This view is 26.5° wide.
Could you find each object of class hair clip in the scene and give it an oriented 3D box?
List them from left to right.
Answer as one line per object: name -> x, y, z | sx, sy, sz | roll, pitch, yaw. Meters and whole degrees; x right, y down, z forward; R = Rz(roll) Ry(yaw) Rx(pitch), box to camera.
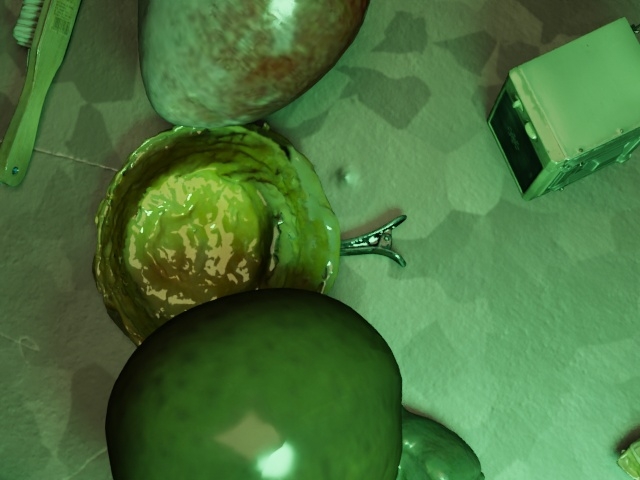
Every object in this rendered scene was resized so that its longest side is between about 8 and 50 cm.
hair clip -> 0.000, 0.000, 1.808 | 0.229, 0.039, 0.070 | 0, 83, 1

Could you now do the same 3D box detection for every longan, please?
longan -> -0.070, 0.221, 1.559 | 0.360, 0.361, 0.361 | 0, 81, 0

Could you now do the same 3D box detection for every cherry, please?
cherry -> -0.102, -0.320, 1.732 | 0.335, 0.291, 0.326 | -49, 49, 29

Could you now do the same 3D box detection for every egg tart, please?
egg tart -> -0.143, 0.004, 1.746 | 0.345, 0.132, 0.346 | -1, 84, 8

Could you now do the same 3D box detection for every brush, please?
brush -> -0.392, -0.235, 1.835 | 0.065, 0.070, 0.328 | 12, 83, 20

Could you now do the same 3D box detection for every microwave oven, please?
microwave oven -> 0.330, -0.160, 1.729 | 0.193, 0.240, 0.145 | -22, 81, -3

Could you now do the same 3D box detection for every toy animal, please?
toy animal -> 0.089, 0.247, 1.745 | 0.125, 0.127, 0.251 | -45, 69, 6

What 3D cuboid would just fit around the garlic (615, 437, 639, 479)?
garlic -> 0.484, 0.288, 1.732 | 0.195, 0.087, 0.101 | 27, 66, 0
